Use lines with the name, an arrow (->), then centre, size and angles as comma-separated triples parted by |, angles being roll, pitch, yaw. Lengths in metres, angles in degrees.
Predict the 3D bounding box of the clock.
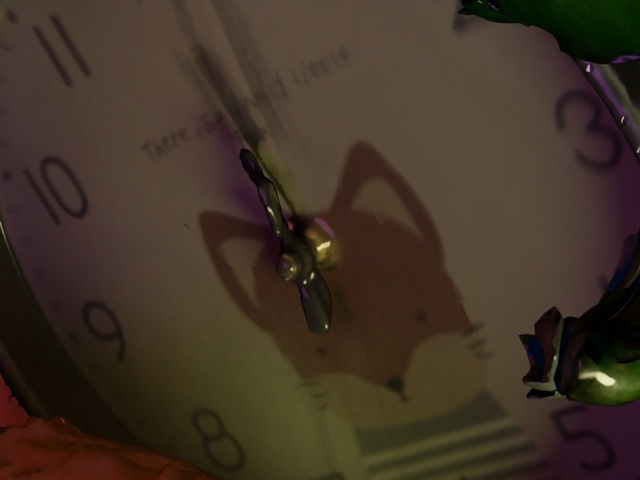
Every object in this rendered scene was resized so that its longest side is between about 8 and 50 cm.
clock -> 0.000, 0.000, 0.644 | 0.325, 0.067, 0.325 | 17, 126, 25

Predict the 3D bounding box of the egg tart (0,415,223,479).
egg tart -> -0.066, 0.208, 0.699 | 0.351, 0.153, 0.339 | 16, 149, 38

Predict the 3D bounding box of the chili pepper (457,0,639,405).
chili pepper -> 0.101, -0.089, 0.447 | 0.173, 0.165, 0.261 | 7, 119, -8
